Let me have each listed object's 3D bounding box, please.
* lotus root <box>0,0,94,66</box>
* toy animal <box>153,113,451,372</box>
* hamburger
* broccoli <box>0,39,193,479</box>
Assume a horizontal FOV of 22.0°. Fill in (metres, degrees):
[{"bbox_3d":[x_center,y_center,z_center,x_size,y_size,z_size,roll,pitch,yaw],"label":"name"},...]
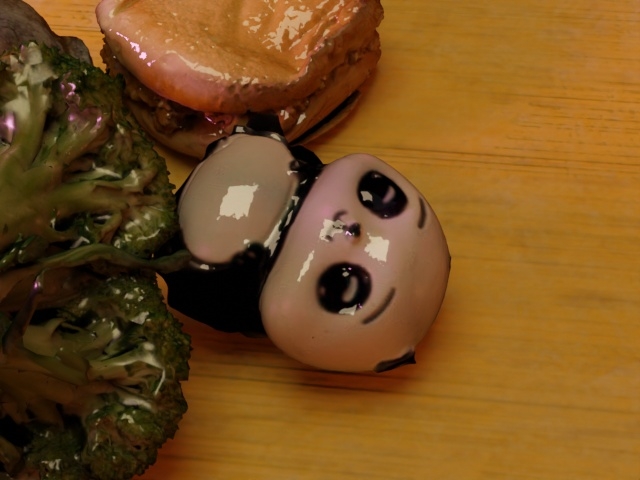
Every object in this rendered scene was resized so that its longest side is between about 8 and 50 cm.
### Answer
[{"bbox_3d":[-0.321,-0.076,1.154,0.349,0.175,0.175,-22,53,-13],"label":"lotus root"},{"bbox_3d":[0.000,0.000,1.081,0.179,0.138,0.166,20,71,25],"label":"toy animal"},{"bbox_3d":[-0.063,-0.157,1.231,0.214,0.108,0.214,-2,52,3],"label":"hamburger"},{"bbox_3d":[-0.215,0.037,0.974,0.304,0.283,0.321,-30,88,-3],"label":"broccoli"}]
